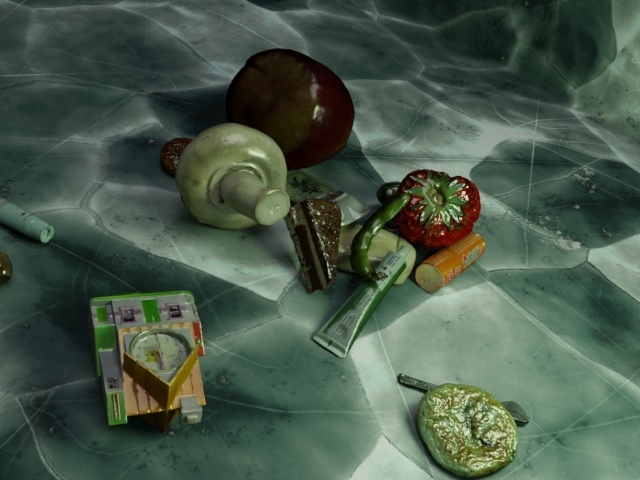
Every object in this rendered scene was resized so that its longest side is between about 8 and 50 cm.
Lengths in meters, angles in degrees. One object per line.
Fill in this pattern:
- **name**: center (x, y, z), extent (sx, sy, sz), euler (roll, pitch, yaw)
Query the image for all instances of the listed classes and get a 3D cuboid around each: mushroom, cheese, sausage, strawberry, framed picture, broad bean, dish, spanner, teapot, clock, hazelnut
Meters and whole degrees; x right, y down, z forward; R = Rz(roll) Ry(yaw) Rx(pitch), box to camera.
- **mushroom**: center (-0.216, -0.177, 2.024), extent (0.356, 0.315, 0.315), euler (-1, 30, 25)
- **cheese**: center (0.142, 0.037, 2.078), extent (0.262, 0.093, 0.159), euler (14, 41, -2)
- **sausage**: center (0.401, 0.051, 2.146), extent (0.093, 0.093, 0.312), euler (35, 41, 26)
- **strawberry**: center (0.334, -0.081, 2.140), extent (0.250, 0.288, 0.239), euler (23, 76, 6)
- **framed picture**: center (-0.058, -0.167, 2.303), extent (0.173, 0.010, 0.231), euler (29, 27, 15)
- **broad bean**: center (0.152, -0.007, 1.970), extent (0.144, 0.049, 0.292), euler (-4, 52, 36)
- **dish**: center (0.031, -0.098, 2.134), extent (0.229, 0.081, 0.229), euler (-16, 14, 4)
- **spanner**: center (0.342, 0.381, 1.751), extent (0.325, 0.026, 0.093), euler (19, 37, 8)
- **teapot**: center (-0.792, 0.064, 1.732), extent (0.085, 0.110, 0.080), euler (-37, 65, 5)
- **clock**: center (-0.357, 0.261, 1.556), extent (0.235, 0.166, 0.309), euler (-4, 42, -23)
- **hazelnut**: center (-0.105, -0.408, 2.368), extent (0.429, 0.402, 0.402), euler (20, 37, 18)

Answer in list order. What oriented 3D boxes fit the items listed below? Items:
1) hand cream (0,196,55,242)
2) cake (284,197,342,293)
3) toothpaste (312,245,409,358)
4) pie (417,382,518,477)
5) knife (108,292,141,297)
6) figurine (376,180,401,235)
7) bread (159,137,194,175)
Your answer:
- **hand cream**: center (-0.848, -0.078, 1.935), extent (0.331, 0.058, 0.085), euler (23, 54, 20)
- **cake**: center (0.007, 0.009, 1.982), extent (0.135, 0.112, 0.246), euler (-10, 78, -45)
- **toothpaste**: center (0.127, 0.146, 1.904), extent (0.098, 0.061, 0.392), euler (30, 58, 19)
- **pie**: center (0.333, 0.426, 1.645), extent (0.240, 0.054, 0.241), euler (6, 48, -7)
- **knife**: center (-0.458, 0.146, 1.736), extent (0.078, 0.023, 0.166), euler (-9, 14, -21)
- **figurine**: center (0.230, -0.094, 2.271), extent (0.132, 0.132, 0.154), euler (13, 50, -2)
- **bread**: center (-0.418, -0.264, 2.308), extent (0.193, 0.064, 0.193), euler (11, 38, -9)
